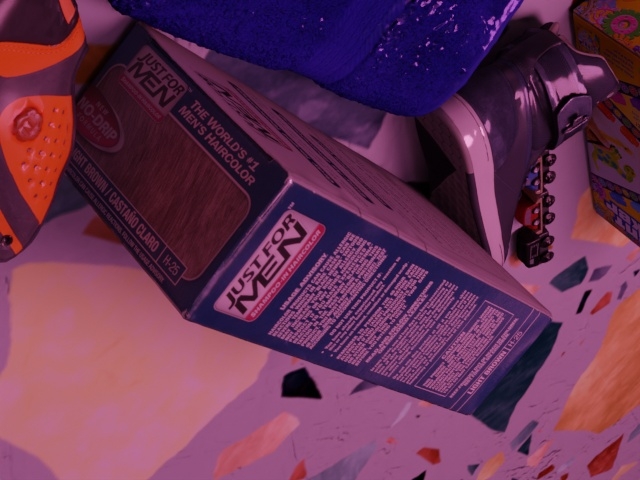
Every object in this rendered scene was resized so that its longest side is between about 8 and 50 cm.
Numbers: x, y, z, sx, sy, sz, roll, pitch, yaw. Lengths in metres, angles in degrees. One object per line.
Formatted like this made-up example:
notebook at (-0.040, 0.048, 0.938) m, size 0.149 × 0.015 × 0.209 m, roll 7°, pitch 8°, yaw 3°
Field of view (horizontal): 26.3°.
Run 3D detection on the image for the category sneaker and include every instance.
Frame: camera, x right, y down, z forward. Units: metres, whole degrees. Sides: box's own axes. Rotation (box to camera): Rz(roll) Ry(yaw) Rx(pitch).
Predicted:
sneaker at (0.160, -0.070, 1.085) m, size 0.163 × 0.086 × 0.226 m, roll -38°, pitch 149°, yaw -18°
sneaker at (-0.241, -0.023, 0.687) m, size 0.321 × 0.124 × 0.180 m, roll -39°, pitch 143°, yaw -10°

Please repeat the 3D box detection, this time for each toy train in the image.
toy train at (0.186, -0.030, 1.200) m, size 0.036 × 0.027 × 0.158 m, roll -24°, pitch 140°, yaw -12°

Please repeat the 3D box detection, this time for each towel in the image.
towel at (0.033, -0.194, 0.841) m, size 0.308 × 0.076 × 0.228 m, roll 12°, pitch 114°, yaw -50°

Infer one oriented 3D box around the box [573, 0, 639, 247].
box at (0.389, -0.141, 1.170) m, size 0.290 × 0.177 × 0.279 m, roll -38°, pitch 145°, yaw -11°

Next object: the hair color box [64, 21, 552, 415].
hair color box at (0.000, 0.000, 0.912) m, size 0.105 × 0.174 × 0.347 m, roll -51°, pitch 144°, yaw 9°
